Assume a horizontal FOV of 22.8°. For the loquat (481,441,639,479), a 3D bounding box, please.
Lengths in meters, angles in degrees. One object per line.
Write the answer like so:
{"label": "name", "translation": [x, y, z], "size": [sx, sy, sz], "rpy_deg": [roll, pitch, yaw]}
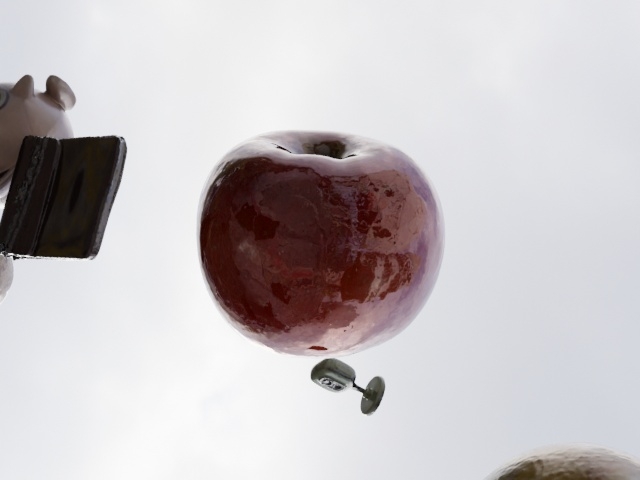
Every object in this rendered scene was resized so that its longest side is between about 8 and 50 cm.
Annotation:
{"label": "loquat", "translation": [0.215, 0.260, 1.361], "size": [0.227, 0.179, 0.179], "rpy_deg": [0, -95, 62]}

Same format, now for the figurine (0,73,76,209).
{"label": "figurine", "translation": [-0.284, -0.087, 1.427], "size": [0.138, 0.125, 0.125], "rpy_deg": [-54, -160, -25]}

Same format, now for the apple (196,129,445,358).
{"label": "apple", "translation": [0.000, 0.000, 1.651], "size": [0.260, 0.260, 0.216], "rpy_deg": [31, -54, 57]}

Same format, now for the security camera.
{"label": "security camera", "translation": [0.031, 0.180, 1.992], "size": [0.058, 0.092, 0.058], "rpy_deg": [-52, -155, 36]}

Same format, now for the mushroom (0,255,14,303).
{"label": "mushroom", "translation": [-0.482, -0.014, 1.899], "size": [0.146, 0.278, 0.278], "rpy_deg": [-55, -158, -23]}

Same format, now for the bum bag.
{"label": "bum bag", "translation": [-0.215, -0.036, 1.302], "size": [0.159, 0.026, 0.109], "rpy_deg": [1, -106, 52]}
